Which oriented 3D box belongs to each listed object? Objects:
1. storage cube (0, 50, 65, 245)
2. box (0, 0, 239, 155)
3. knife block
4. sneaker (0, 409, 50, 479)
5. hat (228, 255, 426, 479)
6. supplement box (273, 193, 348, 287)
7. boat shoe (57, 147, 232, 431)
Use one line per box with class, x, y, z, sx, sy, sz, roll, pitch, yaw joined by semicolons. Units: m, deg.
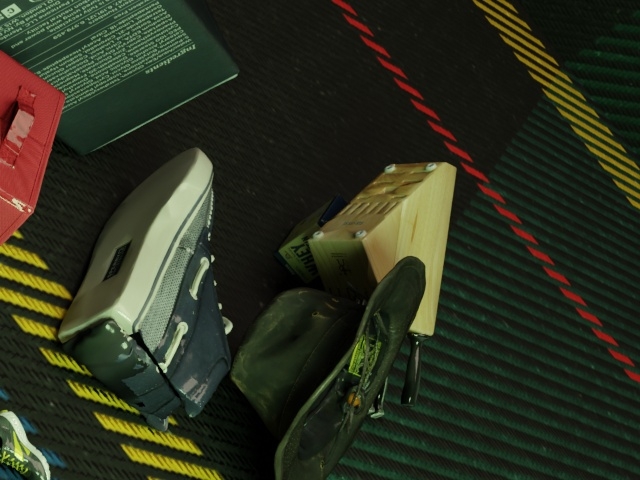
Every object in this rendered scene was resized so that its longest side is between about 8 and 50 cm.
storage cube;-0.369;-0.080;1.584;0.193;0.215;0.183;34;34;-22
box;-0.280;-0.308;1.828;0.293;0.212;0.395;65;7;19
knife block;0.091;0.067;2.133;0.276;0.088;0.242;-43;122;-41
sneaker;-0.279;0.196;1.612;0.035;0.031;0.083;-26;77;-48
hat;-0.014;0.132;1.887;0.134;0.331;0.331;28;25;13
supplement box;0.000;0.000;2.187;0.056;0.083;0.083;50;29;-9
boat shoe;-0.156;0.053;1.875;0.158;0.127;0.340;50;36;-22
